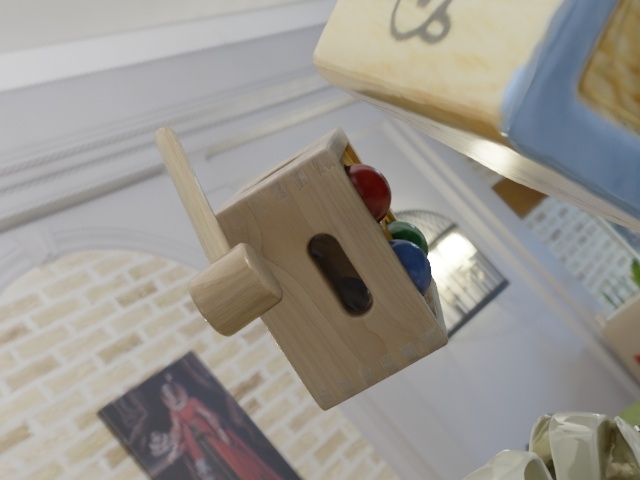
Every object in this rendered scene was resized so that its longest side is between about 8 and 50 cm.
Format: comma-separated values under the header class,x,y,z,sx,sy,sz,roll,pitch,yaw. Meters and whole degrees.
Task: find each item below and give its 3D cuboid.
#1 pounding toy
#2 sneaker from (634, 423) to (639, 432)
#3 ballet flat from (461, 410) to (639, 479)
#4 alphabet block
class,x,y,z,sx,sy,sz,roll,pitch,yaw
pounding toy,-0.005,-0.007,0.468,0.094,0.181,0.206,-31,8,10
sneaker,0.223,0.140,0.571,0.031,0.037,0.083,-12,-16,14
ballet flat,0.124,0.146,0.416,0.107,0.106,0.316,-12,1,42
alphabet block,0.144,-0.119,0.433,0.192,0.193,0.197,-63,30,5
